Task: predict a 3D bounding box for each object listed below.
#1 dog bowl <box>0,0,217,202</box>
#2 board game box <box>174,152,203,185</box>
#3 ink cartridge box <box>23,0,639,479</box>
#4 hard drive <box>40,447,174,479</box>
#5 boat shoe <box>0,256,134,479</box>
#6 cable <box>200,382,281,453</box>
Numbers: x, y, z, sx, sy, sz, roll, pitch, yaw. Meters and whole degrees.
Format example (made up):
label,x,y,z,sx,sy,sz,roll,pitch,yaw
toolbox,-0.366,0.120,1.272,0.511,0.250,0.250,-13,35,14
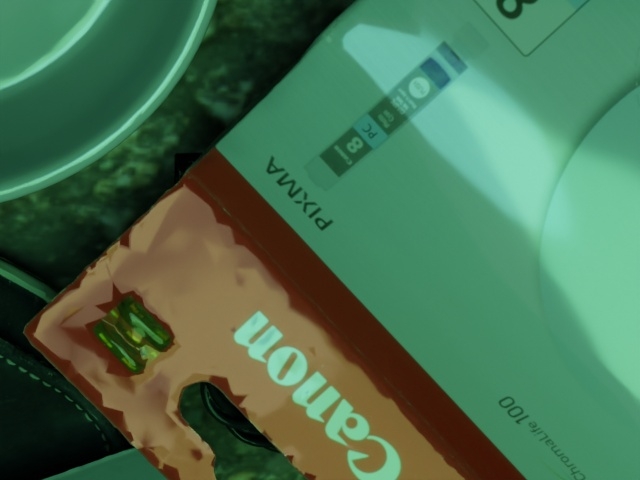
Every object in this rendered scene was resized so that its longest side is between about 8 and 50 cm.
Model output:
label,x,y,z,sx,sy,sz,roll,pitch,yaw
dog bowl,-0.182,-0.151,0.563,0.265,0.104,0.265,-12,124,-19
board game box,0.000,0.000,0.788,0.186,0.026,0.126,-4,124,-12
ink cartridge box,0.070,0.034,0.665,0.385,0.091,0.308,-43,96,5
hard drive,-0.170,0.251,0.841,0.203,0.040,0.307,-19,146,-7
boat shoe,-0.306,0.061,0.676,0.500,0.156,0.187,32,110,-32
cable,0.008,0.106,0.832,0.150,0.047,0.184,-25,138,12
